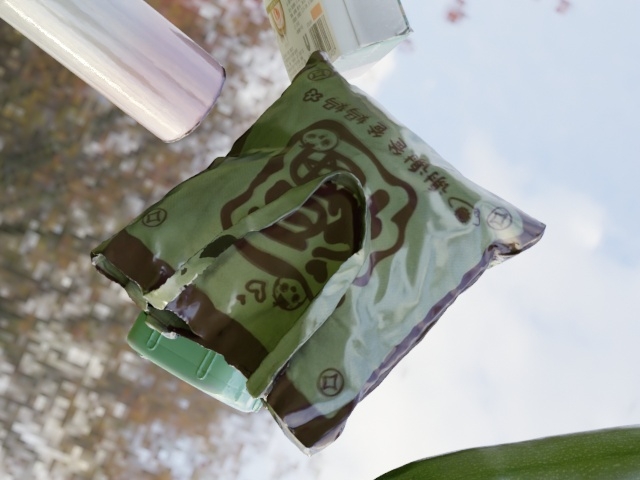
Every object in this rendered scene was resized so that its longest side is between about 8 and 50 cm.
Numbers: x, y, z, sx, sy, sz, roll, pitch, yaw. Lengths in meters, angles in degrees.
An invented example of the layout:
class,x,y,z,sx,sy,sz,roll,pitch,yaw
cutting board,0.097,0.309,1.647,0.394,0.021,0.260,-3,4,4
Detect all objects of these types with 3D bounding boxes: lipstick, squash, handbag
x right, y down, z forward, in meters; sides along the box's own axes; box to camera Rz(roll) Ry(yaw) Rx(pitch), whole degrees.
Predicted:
class,x,y,z,sx,sy,sz,roll,pitch,yaw
lipstick,-0.224,-0.207,1.561,0.087,0.327,0.087,-35,-146,28
squash,0.128,0.141,1.046,0.069,0.258,0.069,174,-90,-74
handbag,0.000,0.000,1.247,0.235,0.213,0.127,-43,165,-24

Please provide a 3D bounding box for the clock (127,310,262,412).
class,x,y,z,sx,sy,sz,roll,pitch,yaw
clock,-0.083,0.091,1.419,0.041,0.101,0.135,-61,161,-2

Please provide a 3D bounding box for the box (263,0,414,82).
class,x,y,z,sx,sy,sz,roll,pitch,yaw
box,0.008,-0.229,1.810,0.199,0.081,0.135,155,-83,-73
